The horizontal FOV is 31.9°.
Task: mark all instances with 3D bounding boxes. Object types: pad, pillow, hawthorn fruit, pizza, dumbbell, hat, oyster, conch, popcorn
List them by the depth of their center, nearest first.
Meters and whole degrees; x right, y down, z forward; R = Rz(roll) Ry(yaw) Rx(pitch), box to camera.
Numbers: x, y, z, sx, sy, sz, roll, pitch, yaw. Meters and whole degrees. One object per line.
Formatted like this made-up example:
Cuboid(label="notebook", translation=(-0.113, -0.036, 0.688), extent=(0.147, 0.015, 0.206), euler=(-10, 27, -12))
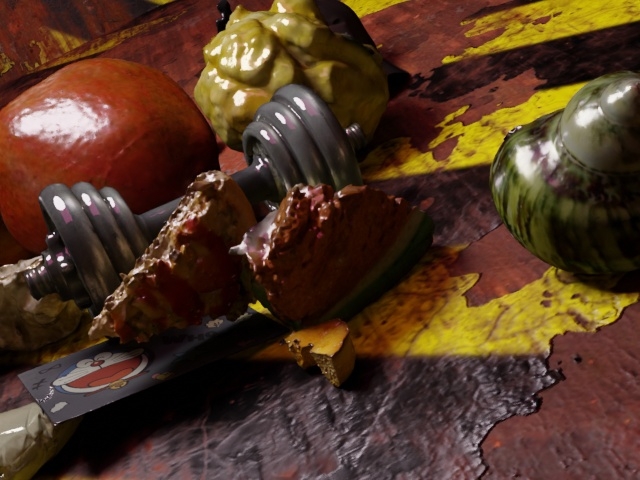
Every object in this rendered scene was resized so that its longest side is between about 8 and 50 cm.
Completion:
Cuboid(label="conch", translation=(0.230, -0.057, 0.918), extent=(0.187, 0.181, 0.124), euler=(8, 26, 13))
Cuboid(label="pillow", translation=(-0.390, 0.246, 1.057), extent=(0.280, 0.076, 0.274), euler=(-15, 16, 31))
Cuboid(label="pizza", translation=(-0.132, 0.043, 1.070), extent=(0.199, 0.188, 0.062), euler=(-38, 51, -21))
Cuboid(label="pad", translation=(-0.173, 0.114, 1.131), extent=(0.245, 0.006, 0.170), euler=(-21, 18, -22))
Cuboid(label="dumbbell", translation=(-0.127, -0.036, 1.211), extent=(0.406, 0.179, 0.179), euler=(-26, 21, -17))
Cuboid(label="oyster", translation=(-0.391, 0.086, 1.372), extent=(0.341, 0.110, 0.166), euler=(-18, 17, 27))
Cuboid(label="hawthorn fruit", translation=(-0.269, -0.083, 1.419), extent=(0.295, 0.295, 0.311), euler=(-30, 45, -8))
Cuboid(label="popcorn", translation=(-0.035, -0.202, 1.447), extent=(0.215, 0.252, 0.286), euler=(-58, -27, 13))
Cuboid(label="hat", translation=(-0.024, -0.309, 1.712), extent=(0.238, 0.209, 0.336), euler=(-32, 24, -22))

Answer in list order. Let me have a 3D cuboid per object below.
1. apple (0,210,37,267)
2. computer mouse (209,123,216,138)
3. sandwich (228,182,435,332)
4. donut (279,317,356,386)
Cuboid(label="apple", translation=(-0.501, -0.018, 1.582), extent=(0.346, 0.254, 0.179), euler=(-31, 66, -3))
Cuboid(label="computer mouse", translation=(-0.263, -0.120, 1.722), extent=(0.145, 0.082, 0.236), euler=(-1, 32, 45))
Cuboid(label="sandwich", translation=(0.007, -0.005, 1.073), extent=(0.185, 0.160, 0.109), euler=(-42, 45, -17))
Cuboid(label="donut", translation=(-0.001, 0.103, 0.996), extent=(0.083, 0.038, 0.067), euler=(-18, 25, 32))
